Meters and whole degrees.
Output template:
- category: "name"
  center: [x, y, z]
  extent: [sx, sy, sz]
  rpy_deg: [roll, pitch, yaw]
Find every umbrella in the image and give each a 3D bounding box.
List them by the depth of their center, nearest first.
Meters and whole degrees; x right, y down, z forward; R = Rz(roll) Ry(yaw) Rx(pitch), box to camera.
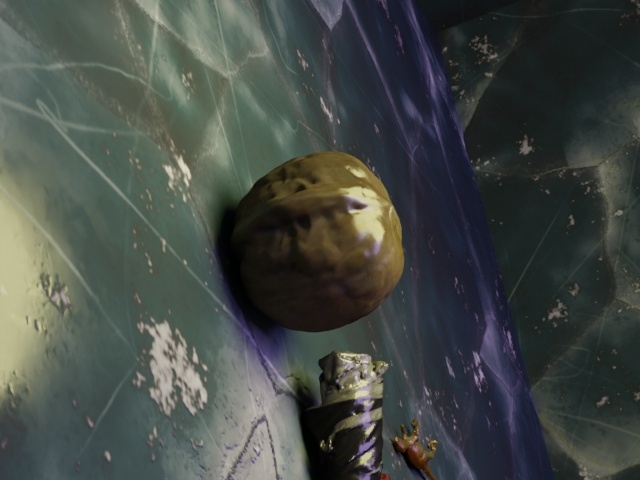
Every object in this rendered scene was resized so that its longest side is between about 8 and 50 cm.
- category: "umbrella"
  center: [0.036, 0.326, 1.512]
  extent: [0.113, 0.106, 0.358]
  rpy_deg: [18, 61, -34]

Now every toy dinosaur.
- category: "toy dinosaur"
  center: [0.174, 0.392, 1.951]
  extent: [0.126, 0.039, 0.162]
  rpy_deg: [-36, 112, -61]

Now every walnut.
- category: "walnut"
  center: [0.001, 0.001, 1.506]
  extent: [0.248, 0.248, 0.248]
  rpy_deg: [-18, 90, -72]

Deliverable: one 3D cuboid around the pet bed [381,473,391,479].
- category: "pet bed"
  center: [0.095, 0.441, 1.632]
  extent: [0.201, 0.053, 0.201]
  rpy_deg: [52, 24, -35]
